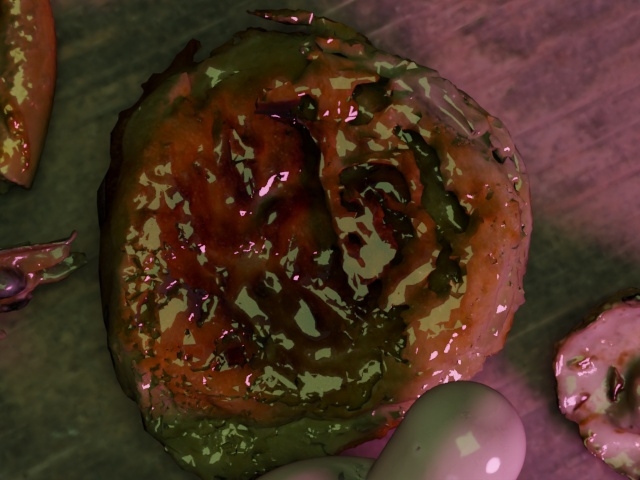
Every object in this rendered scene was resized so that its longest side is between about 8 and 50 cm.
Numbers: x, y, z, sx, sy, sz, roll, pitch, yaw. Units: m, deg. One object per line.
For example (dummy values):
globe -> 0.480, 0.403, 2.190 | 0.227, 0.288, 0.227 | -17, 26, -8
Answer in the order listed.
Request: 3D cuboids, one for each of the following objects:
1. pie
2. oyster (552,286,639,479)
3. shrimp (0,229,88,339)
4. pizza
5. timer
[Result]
pie -> 0.000, 0.000, 1.197 | 0.308, 0.085, 0.308 | 1, 82, -7
oyster -> 0.303, 0.137, 1.228 | 0.345, 0.078, 0.129 | 26, 102, -5
shrimp -> -0.301, -0.007, 1.169 | 0.317, 0.077, 0.168 | -1, 81, -4
pizza -> -0.242, -0.128, 1.197 | 0.161, 0.062, 0.182 | 8, 84, -4
timer -> 0.037, 0.217, 1.098 | 0.233, 0.240, 0.233 | 16, 40, -14
